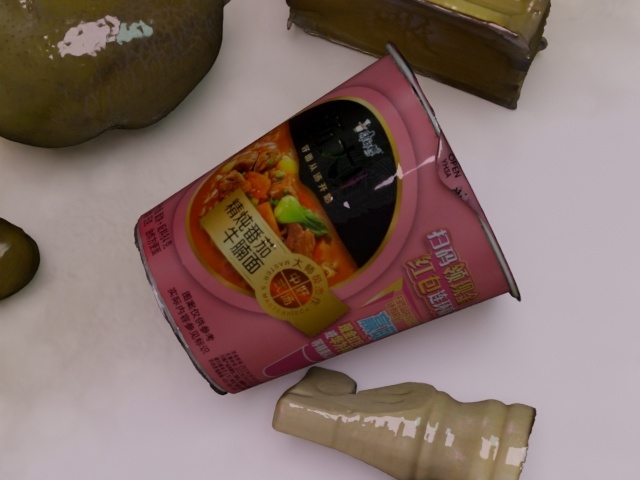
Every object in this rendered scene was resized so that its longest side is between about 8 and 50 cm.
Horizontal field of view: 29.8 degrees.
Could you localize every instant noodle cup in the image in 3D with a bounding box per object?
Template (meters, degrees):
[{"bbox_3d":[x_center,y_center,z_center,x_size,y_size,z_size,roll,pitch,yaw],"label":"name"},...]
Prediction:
[{"bbox_3d":[0.000,0.000,0.964,0.255,0.244,0.244,-27,72,3],"label":"instant noodle cup"}]

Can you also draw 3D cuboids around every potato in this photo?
[{"bbox_3d":[-0.195,-0.179,1.059,0.251,0.159,0.174,-17,95,-11],"label":"potato"}]

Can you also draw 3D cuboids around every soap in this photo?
[{"bbox_3d":[0.085,-0.205,1.061,0.233,0.135,0.076,20,74,9],"label":"soap"}]

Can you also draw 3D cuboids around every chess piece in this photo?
[{"bbox_3d":[0.066,0.151,0.970,0.200,0.090,0.090,15,73,8],"label":"chess piece"}]

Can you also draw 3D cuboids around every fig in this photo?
[{"bbox_3d":[-0.287,0.022,1.041,0.074,0.074,0.088,43,95,15],"label":"fig"}]
